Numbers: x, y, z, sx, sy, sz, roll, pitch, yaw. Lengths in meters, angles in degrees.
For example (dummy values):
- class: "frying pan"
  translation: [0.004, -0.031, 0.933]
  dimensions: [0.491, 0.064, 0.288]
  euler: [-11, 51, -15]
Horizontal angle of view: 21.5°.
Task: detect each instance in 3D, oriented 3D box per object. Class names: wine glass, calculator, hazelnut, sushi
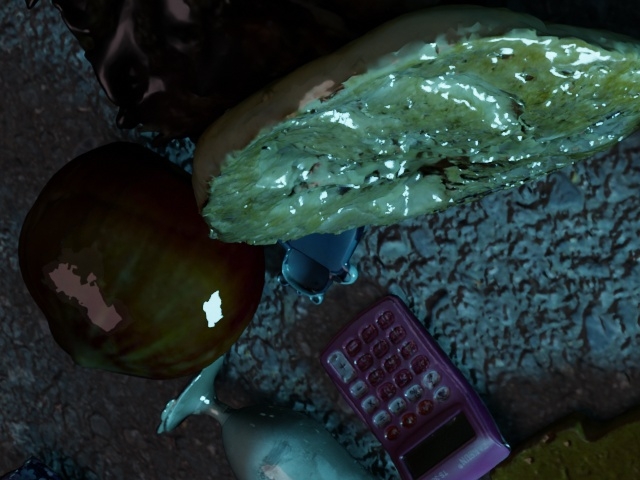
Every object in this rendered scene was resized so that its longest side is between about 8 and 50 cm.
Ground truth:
- class: "wine glass"
  translation: [-0.045, 0.210, 1.662]
  dimensions: [0.222, 0.103, 0.103]
  euler: [34, 126, 11]
- class: "calculator"
  translation: [0.000, 0.000, 1.582]
  dimensions: [0.094, 0.019, 0.141]
  euler: [33, 127, 13]
- class: "hazelnut"
  translation: [-0.167, 0.029, 1.569]
  dimensions: [0.229, 0.229, 0.229]
  euler: [13, 120, 24]
- class: "sushi"
  translation: [-0.041, -0.236, 1.321]
  dimensions: [0.294, 0.299, 0.281]
  euler: [-29, 74, 35]
- class: "calculator"
  translation: [0.089, 0.150, 1.591]
  dimensions: [0.190, 0.034, 0.126]
  euler: [54, 129, 9]

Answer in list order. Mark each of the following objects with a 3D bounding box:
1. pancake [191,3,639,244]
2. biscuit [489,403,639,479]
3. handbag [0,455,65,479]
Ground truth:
- class: "pancake"
  translation: [0.083, -0.086, 1.294]
  dimensions: [0.387, 0.387, 0.082]
  euler: [-23, 73, 36]
- class: "biscuit"
  translation: [0.295, 0.240, 1.516]
  dimensions: [0.301, 0.043, 0.278]
  euler: [19, 124, 24]
- class: "handbag"
  translation: [-0.291, 0.375, 1.875]
  dimensions: [0.229, 0.127, 0.208]
  euler: [34, 132, 11]
